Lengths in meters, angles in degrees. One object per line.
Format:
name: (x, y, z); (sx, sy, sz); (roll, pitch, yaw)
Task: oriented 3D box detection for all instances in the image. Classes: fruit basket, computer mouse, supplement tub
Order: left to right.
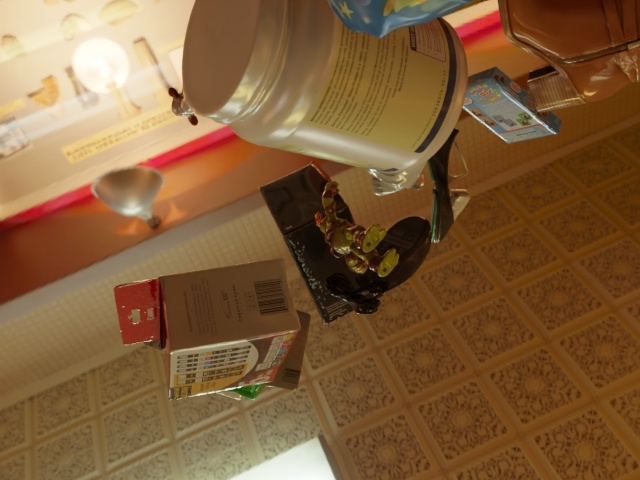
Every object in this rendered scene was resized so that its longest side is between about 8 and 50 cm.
fruit basket: (-0.192, 0.204, 1.508); (0.327, 0.165, 0.353); (19, -165, -3)
supplement tub: (0.007, -0.227, 0.889); (0.325, 0.235, 0.235); (8, -153, -36)
computer mouse: (0.152, 0.058, 1.515); (0.272, 0.072, 0.188); (-45, -146, -12)

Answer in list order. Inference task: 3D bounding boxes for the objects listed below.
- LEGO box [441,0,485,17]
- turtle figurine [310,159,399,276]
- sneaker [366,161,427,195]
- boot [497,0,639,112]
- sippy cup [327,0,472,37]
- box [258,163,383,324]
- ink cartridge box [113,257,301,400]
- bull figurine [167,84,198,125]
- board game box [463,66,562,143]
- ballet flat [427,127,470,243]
LEGO box: (0.236, -0.752, 1.450); (0.372, 0.500, 0.193); (-2, -142, 51)
turtle figurine: (0.050, -0.019, 1.327); (0.087, 0.269, 0.217); (-29, -151, -20)
sneaker: (0.116, -0.234, 1.774); (0.366, 0.210, 0.137); (14, -125, 13)
boot: (0.401, -0.342, 1.026); (0.220, 0.283, 0.109); (-17, -154, 29)
sippy cup: (0.050, -0.289, 0.503); (0.240, 0.224, 0.305); (-9, -146, 36)
box: (0.000, 0.000, 1.744); (0.182, 0.294, 0.296); (-27, -147, -3)
ink cartridge box: (-0.201, 0.167, 1.150); (0.272, 0.309, 0.130); (-8, -115, -16)
bull figurine: (-0.233, -0.359, 1.442); (0.188, 0.101, 0.310); (-47, -172, -16)
board game box: (0.405, -0.295, 1.494); (0.160, 0.211, 0.039); (0, -118, 64)
ballet flat: (0.288, -0.125, 1.523); (0.096, 0.280, 0.095); (-5, -158, 9)
